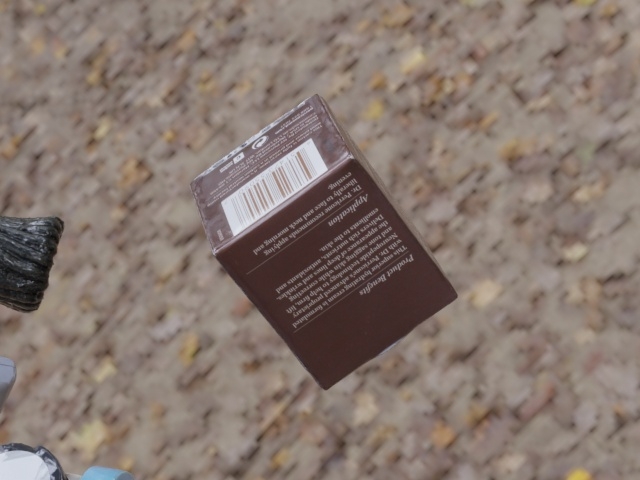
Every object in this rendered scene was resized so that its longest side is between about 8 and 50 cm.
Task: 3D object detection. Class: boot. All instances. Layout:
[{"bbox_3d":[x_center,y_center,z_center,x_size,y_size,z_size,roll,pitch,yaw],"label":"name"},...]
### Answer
[{"bbox_3d":[-0.429,-0.026,2.032,0.348,0.260,0.131,-114,38,-67],"label":"boot"}]

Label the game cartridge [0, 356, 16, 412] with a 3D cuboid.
[{"bbox_3d":[-0.396,0.143,1.327,0.196,0.294,0.060,-60,32,30],"label":"game cartridge"}]

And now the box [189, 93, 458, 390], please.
[{"bbox_3d":[0.000,0.000,1.780,0.168,0.203,0.167,-35,28,4],"label":"box"}]

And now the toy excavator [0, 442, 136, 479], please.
[{"bbox_3d":[-0.176,0.451,1.834,0.445,0.222,0.433,7,57,12],"label":"toy excavator"}]
